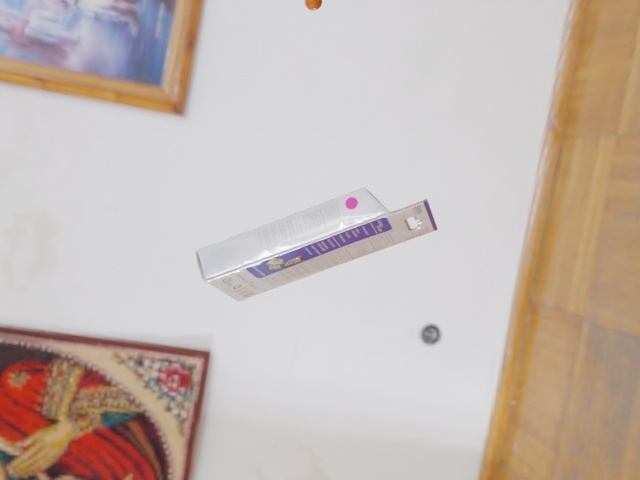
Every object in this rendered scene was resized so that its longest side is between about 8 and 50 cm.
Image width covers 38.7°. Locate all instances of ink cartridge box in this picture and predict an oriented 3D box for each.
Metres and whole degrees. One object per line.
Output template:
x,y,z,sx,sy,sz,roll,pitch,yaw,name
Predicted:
0.000,0.000,1.477,0.176,0.370,0.069,49,-156,-71,ink cartridge box

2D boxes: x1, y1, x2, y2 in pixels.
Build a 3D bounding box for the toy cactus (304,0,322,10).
0.040,-0.345,1.013,0.219,0.180,0.112,145,104,-79,toy cactus
